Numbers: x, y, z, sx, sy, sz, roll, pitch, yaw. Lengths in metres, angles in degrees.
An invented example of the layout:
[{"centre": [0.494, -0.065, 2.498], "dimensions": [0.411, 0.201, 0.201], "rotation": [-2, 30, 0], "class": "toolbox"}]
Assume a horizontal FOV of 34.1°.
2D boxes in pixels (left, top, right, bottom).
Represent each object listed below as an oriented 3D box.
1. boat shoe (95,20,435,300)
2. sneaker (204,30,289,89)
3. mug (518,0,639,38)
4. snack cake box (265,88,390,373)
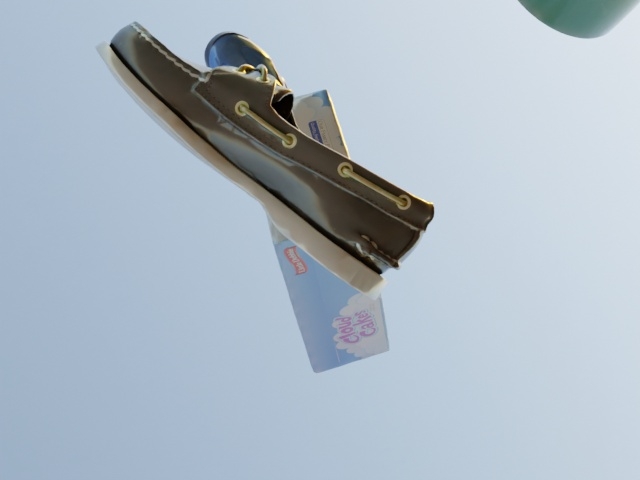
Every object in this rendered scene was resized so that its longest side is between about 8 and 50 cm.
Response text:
[{"centre": [-0.047, -0.081, 0.826], "dimensions": [0.305, 0.091, 0.109], "rotation": [40, -177, 11], "class": "boat shoe"}, {"centre": [-0.053, -0.146, 1.173], "dimensions": [0.069, 0.082, 0.209], "rotation": [-38, -52, -5], "class": "sneaker"}, {"centre": [0.231, -0.263, 0.893], "dimensions": [0.129, 0.097, 0.157], "rotation": [16, -124, -18], "class": "mug"}, {"centre": [0.000, 0.000, 1.021], "dimensions": [0.264, 0.089, 0.152], "rotation": [76, 177, -58], "class": "snack cake box"}]
